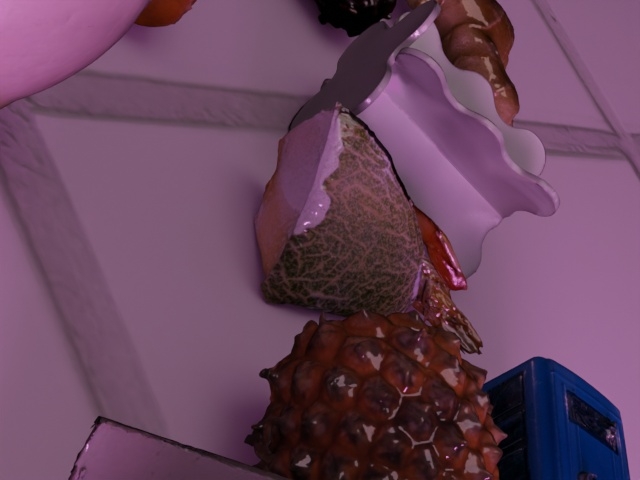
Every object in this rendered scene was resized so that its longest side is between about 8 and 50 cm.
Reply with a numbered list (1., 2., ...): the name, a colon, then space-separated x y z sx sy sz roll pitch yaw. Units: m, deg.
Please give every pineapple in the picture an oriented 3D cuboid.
1. pineapple: 0.037 0.144 0.816 0.166 0.166 0.193 25 40 -35

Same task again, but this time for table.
1. table: 0.100 -0.081 1.115 0.198 0.166 0.166 44 33 -19

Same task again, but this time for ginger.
1. ginger: 0.130 -0.261 1.410 0.148 0.081 0.333 -30 81 -42

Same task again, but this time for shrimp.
1. shrimp: 0.092 0.023 1.058 0.162 0.095 0.045 51 46 2

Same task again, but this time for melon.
1. melon: 0.000 0.003 0.994 0.139 0.093 0.202 -43 125 -32

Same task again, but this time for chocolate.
1. chocolate: 0.036 -0.266 1.266 0.156 0.156 0.133 2 75 -50

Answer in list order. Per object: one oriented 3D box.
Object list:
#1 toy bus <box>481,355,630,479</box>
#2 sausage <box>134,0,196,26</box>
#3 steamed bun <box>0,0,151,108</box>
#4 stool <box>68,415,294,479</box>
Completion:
1. toy bus: 0.151 0.208 0.908 0.113 0.134 0.246 37 34 -21
2. sausage: -0.144 -0.289 1.071 0.109 0.109 0.270 22 42 -38
3. steamed bun: -0.247 -0.210 0.701 0.309 0.309 0.309 32 37 -28
4. stool: 0.003 0.239 0.574 0.270 0.170 0.243 27 9 -33
